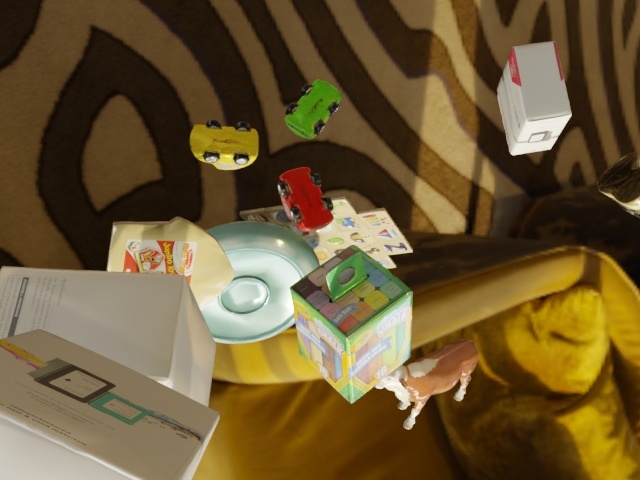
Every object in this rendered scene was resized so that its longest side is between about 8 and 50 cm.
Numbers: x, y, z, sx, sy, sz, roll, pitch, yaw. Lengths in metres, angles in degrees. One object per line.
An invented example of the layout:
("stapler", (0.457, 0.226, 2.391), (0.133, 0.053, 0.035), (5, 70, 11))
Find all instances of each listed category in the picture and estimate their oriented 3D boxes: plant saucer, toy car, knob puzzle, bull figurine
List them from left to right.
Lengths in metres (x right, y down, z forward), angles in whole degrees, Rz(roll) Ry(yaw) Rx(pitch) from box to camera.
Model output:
("knob puzzle", (-0.228, 0.045, 1.351), (0.213, 0.030, 0.213), (-9, 123, -15))
("plant saucer", (-0.151, 0.098, 1.745), (0.317, 0.317, 0.044), (44, 20, -37))
("toy car", (-0.045, -0.142, 1.300), (0.239, 0.053, 0.225), (34, 64, 4))
("bull figurine", (0.255, 0.333, 2.115), (0.310, 0.101, 0.188), (-16, 134, -32))

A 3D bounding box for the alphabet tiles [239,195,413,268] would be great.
("alphabet tiles", (0.000, 0.000, 1.806), (0.285, 0.342, 0.011), (49, 41, -52))

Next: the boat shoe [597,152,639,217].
("boat shoe", (0.328, -0.051, 0.921), (0.049, 0.056, 0.152), (44, 19, -6))

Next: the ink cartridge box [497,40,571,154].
("ink cartridge box", (0.294, -0.194, 1.236), (0.150, 0.063, 0.109), (71, 10, -78))

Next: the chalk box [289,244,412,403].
("chalk box", (0.047, 0.108, 1.309), (0.132, 0.132, 0.213), (-34, 143, -23))

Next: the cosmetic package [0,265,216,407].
("cosmetic package", (-0.260, 0.141, 1.087), (0.224, 0.225, 0.138), (83, 12, -62))

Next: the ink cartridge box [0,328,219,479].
("ink cartridge box", (-0.220, 0.207, 0.697), (0.197, 0.270, 0.198), (25, 90, 1))
